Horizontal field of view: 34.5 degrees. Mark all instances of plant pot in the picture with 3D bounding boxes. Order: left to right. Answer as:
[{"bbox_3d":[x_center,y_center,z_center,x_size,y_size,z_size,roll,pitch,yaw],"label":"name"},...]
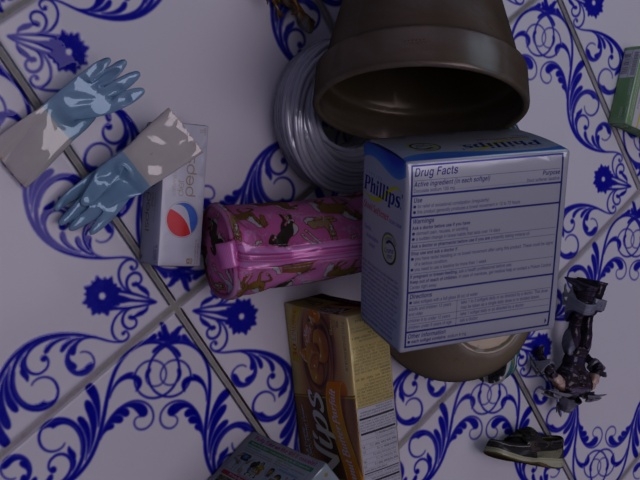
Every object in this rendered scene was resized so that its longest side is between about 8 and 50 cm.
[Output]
[{"bbox_3d":[0.151,-0.327,1.560,0.323,0.323,0.280,11,74,-35],"label":"plant pot"},{"bbox_3d":[0.251,0.119,1.769,0.284,0.191,0.284,-1,95,-12],"label":"plant pot"}]

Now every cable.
[{"bbox_3d":[0.037,-0.208,1.710,0.257,0.089,0.257,-48,119,-20],"label":"cable"}]

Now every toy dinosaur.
[{"bbox_3d":[-0.066,-0.427,1.645,0.112,0.064,0.211,-41,126,-44],"label":"toy dinosaur"}]

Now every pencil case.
[{"bbox_3d":[0.000,0.000,1.625,0.386,0.167,0.160,-6,60,-24],"label":"pencil case"}]

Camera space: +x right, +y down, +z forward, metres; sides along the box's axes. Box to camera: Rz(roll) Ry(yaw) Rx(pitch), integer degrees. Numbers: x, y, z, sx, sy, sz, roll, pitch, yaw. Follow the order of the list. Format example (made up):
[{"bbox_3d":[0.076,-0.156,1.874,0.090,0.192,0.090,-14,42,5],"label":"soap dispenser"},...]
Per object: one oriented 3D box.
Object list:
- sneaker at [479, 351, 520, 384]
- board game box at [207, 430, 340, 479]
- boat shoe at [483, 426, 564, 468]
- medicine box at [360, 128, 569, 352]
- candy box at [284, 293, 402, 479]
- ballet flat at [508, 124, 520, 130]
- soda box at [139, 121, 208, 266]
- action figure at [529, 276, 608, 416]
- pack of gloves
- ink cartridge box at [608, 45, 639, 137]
[{"bbox_3d":[0.344,0.135,1.964,0.110,0.107,0.275,-3,102,-54],"label":"sneaker"},{"bbox_3d":[-0.127,0.451,1.578,0.303,0.224,0.097,-45,116,-22],"label":"board game box"},{"bbox_3d":[0.403,0.402,2.028,0.224,0.080,0.073,18,79,-40],"label":"boat shoe"},{"bbox_3d":[0.208,-0.006,1.529,0.264,0.149,0.289,-6,108,-21],"label":"medicine box"},{"bbox_3d":[0.037,0.257,1.695,0.088,0.183,0.316,-12,101,-32],"label":"candy box"},{"bbox_3d":[0.335,-0.232,1.929,0.070,0.070,0.188,-48,121,-21],"label":"ballet flat"},{"bbox_3d":[-0.222,-0.069,1.557,0.074,0.069,0.216,2,94,-34],"label":"soda box"},{"bbox_3d":[0.514,0.218,2.076,0.185,0.099,0.285,7,94,-42],"label":"action figure"},{"bbox_3d":[-0.321,-0.136,1.483,0.232,0.046,0.195,-38,112,-5],"label":"pack of gloves"},{"bbox_3d":[0.720,-0.294,2.190,0.235,0.056,0.171,16,85,-32],"label":"ink cartridge box"}]
